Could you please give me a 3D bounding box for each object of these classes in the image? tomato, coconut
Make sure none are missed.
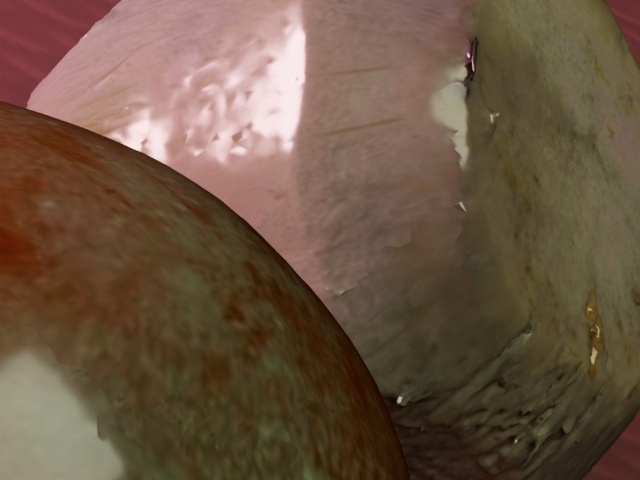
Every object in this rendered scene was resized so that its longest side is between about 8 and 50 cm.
[{"bbox_3d":[-0.112,0.084,0.423,0.270,0.223,0.270,-5,67,12],"label":"tomato"},{"bbox_3d":[0.000,0.002,0.629,0.227,0.230,0.227,24,58,-47],"label":"coconut"}]
